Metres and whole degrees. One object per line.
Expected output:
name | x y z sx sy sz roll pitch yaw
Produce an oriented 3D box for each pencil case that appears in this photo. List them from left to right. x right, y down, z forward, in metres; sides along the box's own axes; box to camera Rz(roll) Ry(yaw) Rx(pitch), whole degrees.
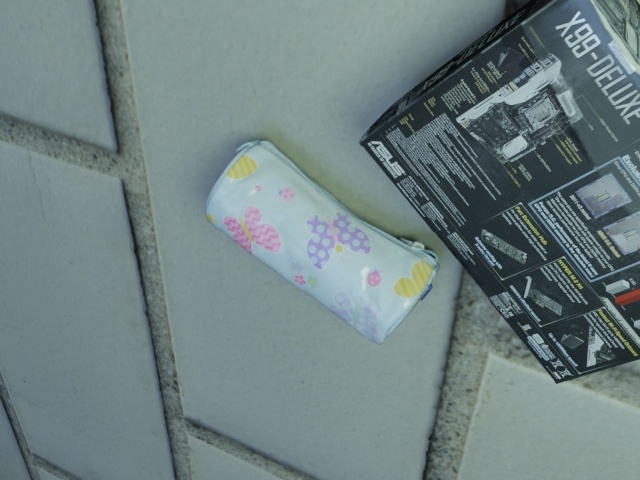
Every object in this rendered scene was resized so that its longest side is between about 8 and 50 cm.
pencil case | 0.000 0.000 0.876 0.273 0.113 0.124 34 126 7

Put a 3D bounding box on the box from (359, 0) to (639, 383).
box | 0.216 -0.039 0.648 0.307 0.076 0.242 49 136 -8
